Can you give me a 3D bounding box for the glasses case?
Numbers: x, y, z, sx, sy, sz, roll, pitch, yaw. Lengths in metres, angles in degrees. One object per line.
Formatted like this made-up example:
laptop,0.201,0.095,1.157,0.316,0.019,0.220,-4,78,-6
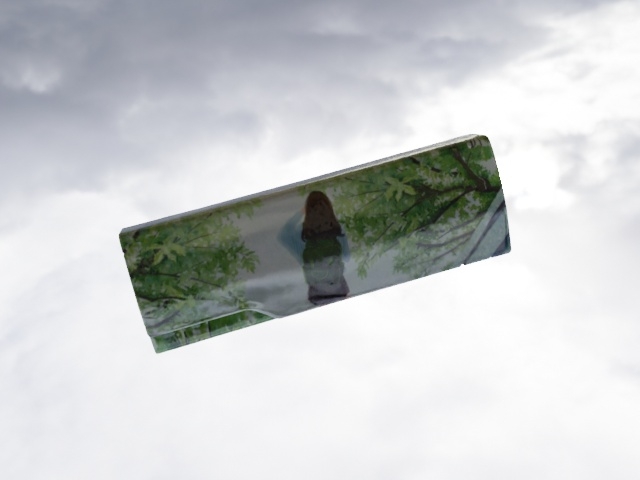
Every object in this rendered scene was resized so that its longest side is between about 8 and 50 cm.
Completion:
glasses case,0.000,0.000,0.528,0.272,0.095,0.062,-16,-173,-7
